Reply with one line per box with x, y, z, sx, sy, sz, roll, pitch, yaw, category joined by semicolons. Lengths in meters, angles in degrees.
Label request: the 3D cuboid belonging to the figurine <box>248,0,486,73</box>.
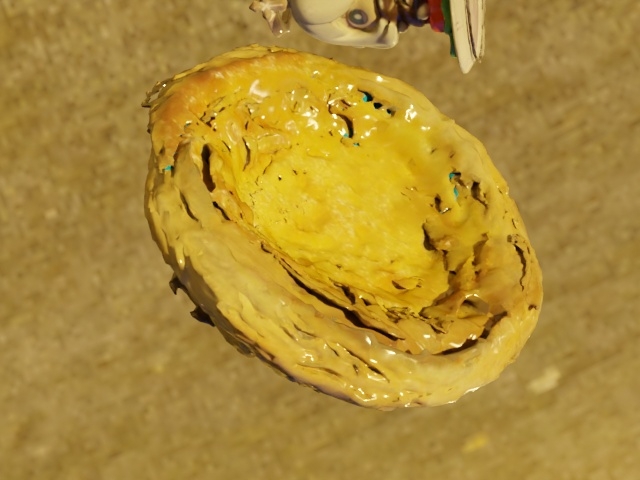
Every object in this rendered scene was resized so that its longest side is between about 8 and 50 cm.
0.032;-0.175;1.307;0.153;0.132;0.132;-2;159;11;figurine

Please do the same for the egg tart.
0.000;0.000;1.180;0.290;0.291;0.107;-6;141;-36;egg tart
